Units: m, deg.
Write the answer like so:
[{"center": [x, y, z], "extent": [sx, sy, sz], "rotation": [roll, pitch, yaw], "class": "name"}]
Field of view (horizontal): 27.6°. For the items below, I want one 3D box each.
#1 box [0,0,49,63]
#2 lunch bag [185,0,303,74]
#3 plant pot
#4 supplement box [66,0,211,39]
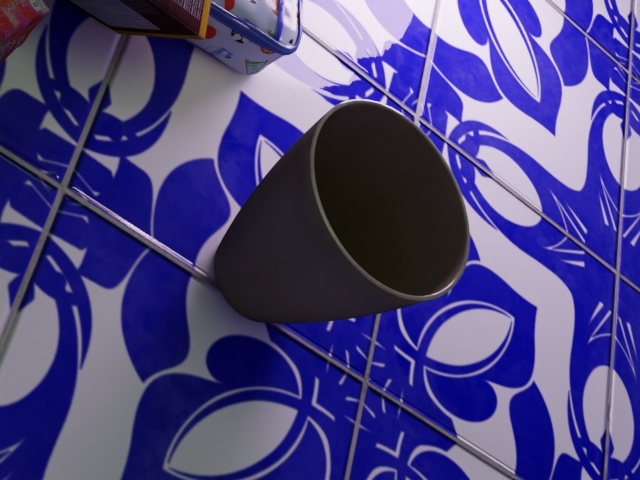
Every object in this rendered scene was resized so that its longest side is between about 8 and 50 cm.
[{"center": [-0.443, -0.300, 1.428], "extent": [0.257, 0.122, 0.128], "rotation": [51, 35, -3], "class": "box"}, {"center": [-0.122, -0.398, 1.835], "extent": [0.243, 0.115, 0.303], "rotation": [26, 54, -35], "class": "lunch bag"}, {"center": [0.000, 0.000, 1.616], "extent": [0.256, 0.274, 0.256], "rotation": [22, 55, -34], "class": "plant pot"}, {"center": [-0.223, -0.369, 1.601], "extent": [0.194, 0.129, 0.191], "rotation": [24, 74, -70], "class": "supplement box"}]
